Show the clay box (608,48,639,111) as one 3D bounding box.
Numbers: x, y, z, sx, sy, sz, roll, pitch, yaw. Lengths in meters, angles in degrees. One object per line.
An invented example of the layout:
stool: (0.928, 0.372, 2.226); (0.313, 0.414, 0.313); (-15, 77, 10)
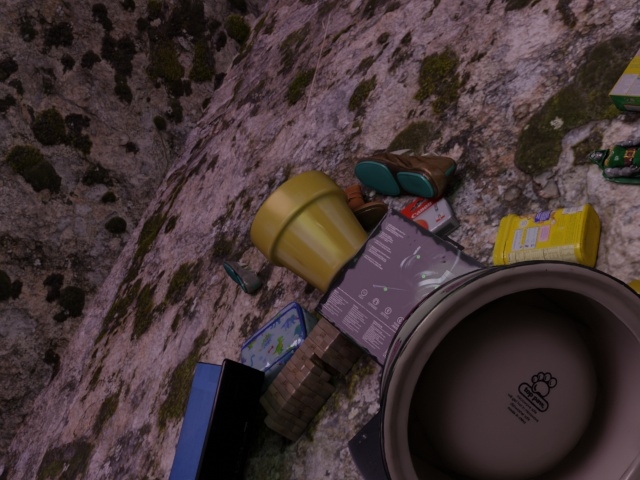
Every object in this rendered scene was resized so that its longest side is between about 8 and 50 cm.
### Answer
clay box: (0.673, -0.348, 1.217); (0.222, 0.053, 0.127); (-53, 31, -5)

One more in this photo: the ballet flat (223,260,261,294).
ballet flat: (-0.235, 0.105, 1.946); (0.068, 0.072, 0.213); (-29, 28, -16)

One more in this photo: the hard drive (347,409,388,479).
hard drive: (0.143, 0.356, 1.093); (0.172, 0.054, 0.254); (-44, 10, -6)

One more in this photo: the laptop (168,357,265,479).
laptop: (-0.285, 0.453, 1.397); (0.236, 0.408, 0.382); (8, 75, 13)

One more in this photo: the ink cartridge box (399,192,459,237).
ink cartridge box: (0.239, -0.057, 1.497); (0.145, 0.045, 0.179); (-38, 36, 21)

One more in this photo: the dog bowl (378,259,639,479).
dog bowl: (0.263, 0.215, 0.871); (0.408, 0.408, 0.150); (-51, 11, 2)

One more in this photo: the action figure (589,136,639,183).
action figure: (0.582, -0.145, 1.127); (0.232, 0.063, 0.137); (9, 68, 59)

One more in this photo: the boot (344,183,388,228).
boot: (0.101, -0.096, 1.695); (0.197, 0.073, 0.153); (-24, 36, 34)

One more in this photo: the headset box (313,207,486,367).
headset box: (0.175, 0.107, 1.250); (0.246, 0.131, 0.283); (35, 88, 36)

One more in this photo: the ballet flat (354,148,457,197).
ballet flat: (0.219, -0.180, 1.594); (0.124, 0.116, 0.342); (-38, 22, -17)

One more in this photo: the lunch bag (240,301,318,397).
lunch bag: (-0.102, 0.267, 1.569); (0.219, 0.090, 0.176); (-40, 30, 17)

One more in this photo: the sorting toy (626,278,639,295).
sorting toy: (0.414, 0.150, 1.054); (0.307, 0.041, 0.229); (-36, 34, 24)

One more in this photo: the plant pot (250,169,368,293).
plant pot: (0.000, 0.000, 1.537); (0.254, 0.254, 0.239); (-47, 67, 7)

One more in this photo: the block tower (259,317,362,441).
block tower: (-0.002, 0.278, 1.423); (0.336, 0.091, 0.097); (-53, 30, -3)

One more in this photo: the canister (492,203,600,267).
canister: (0.418, 0.002, 1.173); (0.169, 0.073, 0.126); (-11, 49, 46)
